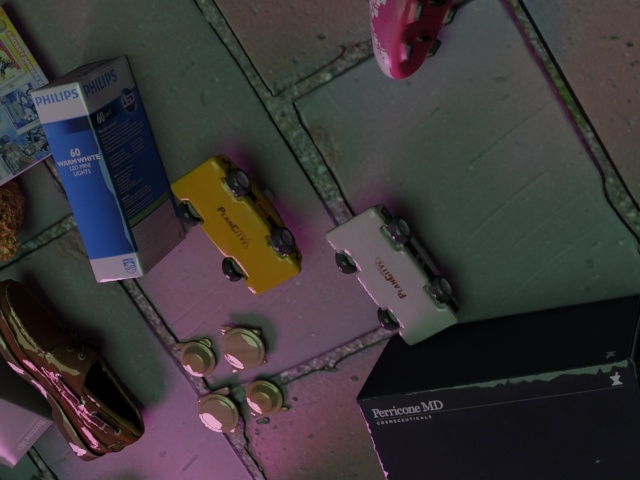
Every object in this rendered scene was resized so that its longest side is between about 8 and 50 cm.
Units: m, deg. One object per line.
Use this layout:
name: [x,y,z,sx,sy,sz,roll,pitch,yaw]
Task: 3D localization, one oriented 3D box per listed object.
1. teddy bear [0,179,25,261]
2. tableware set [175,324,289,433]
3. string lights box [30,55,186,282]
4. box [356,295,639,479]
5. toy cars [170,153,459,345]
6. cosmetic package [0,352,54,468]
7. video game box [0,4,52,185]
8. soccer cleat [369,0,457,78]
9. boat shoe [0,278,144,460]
teddy bear: [-0.584,-0.039,1.680,0.338,0.113,0.245,14,72,18]
tableware set: [-0.125,0.195,1.708,0.141,0.020,0.169,-12,108,23]
string lights box: [-0.268,-0.093,1.567,0.076,0.133,0.260,-9,109,23]
box: [0.265,0.265,1.509,0.343,0.179,0.313,-11,109,23]
toy cars: [0.000,0.000,1.545,0.393,0.087,0.176,18,122,8]
cosmetic package: [-0.512,0.220,1.757,0.238,0.107,0.127,29,119,-22]
video game box: [-0.445,-0.175,1.586,0.187,0.048,0.205,-33,101,-10]
soccer cleat: [0.089,-0.351,1.355,0.143,0.116,0.331,23,117,27]
boat shoe: [-0.359,0.172,1.739,0.104,0.111,0.307,-23,113,22]
